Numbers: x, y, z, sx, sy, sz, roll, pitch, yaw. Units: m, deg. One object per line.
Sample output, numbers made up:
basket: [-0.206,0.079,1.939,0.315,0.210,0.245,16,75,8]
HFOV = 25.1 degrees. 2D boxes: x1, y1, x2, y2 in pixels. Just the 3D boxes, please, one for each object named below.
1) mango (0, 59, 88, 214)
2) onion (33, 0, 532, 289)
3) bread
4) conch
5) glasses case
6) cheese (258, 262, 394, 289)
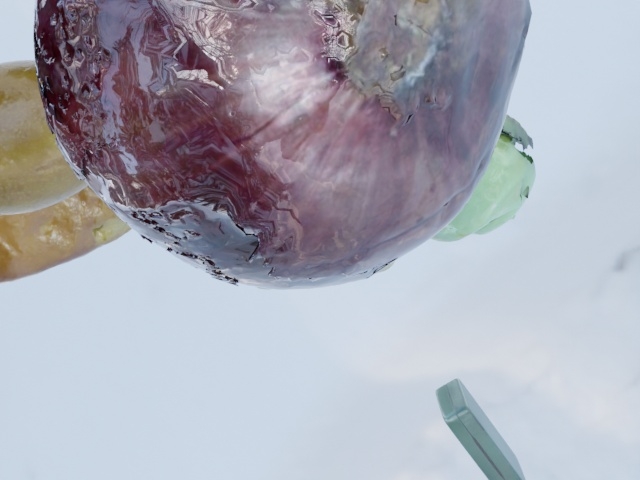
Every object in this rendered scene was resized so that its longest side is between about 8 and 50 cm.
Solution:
mango: [-0.287,-0.090,1.270,0.099,0.227,0.136,-16,82,64]
onion: [-0.021,-0.104,0.690,0.219,0.252,0.252,31,108,58]
bread: [-0.313,-0.062,1.559,0.099,0.235,0.210,49,162,56]
conch: [0.121,-0.097,1.398,0.137,0.251,0.143,-35,40,-1]
glasses case: [0.224,0.277,1.999,0.039,0.184,0.078,-31,30,10]
cheese: [0.000,0.002,2.331,0.159,0.263,0.093,-106,7,-54]
